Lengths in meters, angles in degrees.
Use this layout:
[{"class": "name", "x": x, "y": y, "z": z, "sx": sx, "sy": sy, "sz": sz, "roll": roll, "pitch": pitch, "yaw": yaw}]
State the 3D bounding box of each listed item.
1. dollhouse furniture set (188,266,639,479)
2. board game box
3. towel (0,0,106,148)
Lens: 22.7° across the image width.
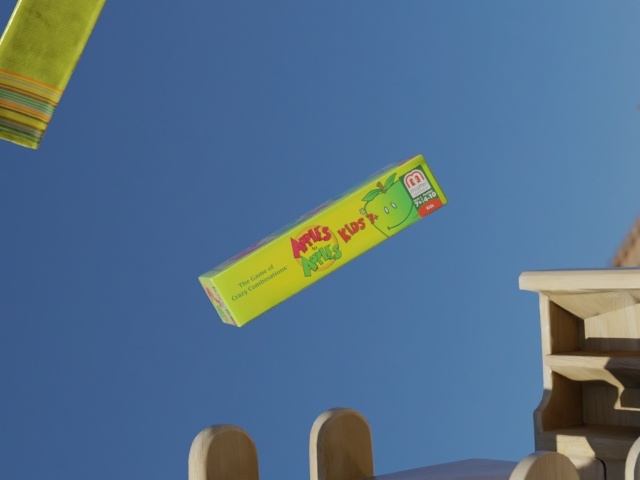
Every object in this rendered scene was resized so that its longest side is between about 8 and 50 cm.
[{"class": "dollhouse furniture set", "x": 0.147, "y": 0.158, "z": 1.305, "sx": 0.394, "sy": 0.362, "sz": 0.256, "roll": -3, "pitch": -90, "yaw": -41}, {"class": "board game box", "x": 0.000, "y": 0.000, "z": 1.204, "sx": 0.043, "sy": 0.181, "sz": 0.092, "roll": 60, "pitch": 171, "yaw": -5}, {"class": "towel", "x": -0.334, "y": -0.219, "z": 1.890, "sx": 0.102, "sy": 0.021, "sz": 0.237, "roll": 14, "pitch": -62, "yaw": -33}]
